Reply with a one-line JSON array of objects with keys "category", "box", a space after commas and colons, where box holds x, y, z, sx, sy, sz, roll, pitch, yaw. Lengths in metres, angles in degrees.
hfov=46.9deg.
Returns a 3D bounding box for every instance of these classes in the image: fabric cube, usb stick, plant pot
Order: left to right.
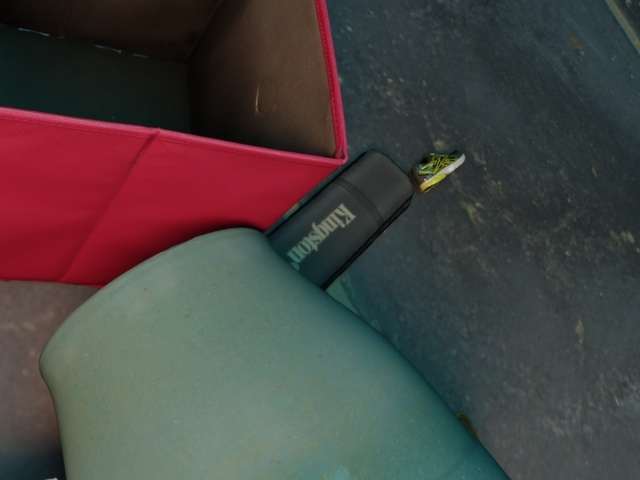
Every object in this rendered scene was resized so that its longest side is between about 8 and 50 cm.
[{"category": "fabric cube", "box": [-0.166, -0.124, 0.539, 0.259, 0.258, 0.254, 6, 66, -30]}, {"category": "plant pot", "box": [-0.048, 0.141, 0.492, 0.272, 0.271, 0.255, -24, 72, -38]}, {"category": "usb stick", "box": [0.000, 0.000, 0.716, 0.077, 0.045, 0.278, 50, 52, -3]}]

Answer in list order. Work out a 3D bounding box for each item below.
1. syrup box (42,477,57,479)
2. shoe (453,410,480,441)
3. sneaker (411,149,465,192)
[{"category": "syrup box", "box": [-0.265, 0.220, 0.412, 0.237, 0.093, 0.096, -9, 73, -35]}, {"category": "shoe", "box": [0.145, 0.267, 0.677, 0.076, 0.058, 0.219, -5, 71, -67]}, {"category": "sneaker", "box": [0.137, -0.089, 0.853, 0.035, 0.031, 0.083, 51, 52, 0]}]
